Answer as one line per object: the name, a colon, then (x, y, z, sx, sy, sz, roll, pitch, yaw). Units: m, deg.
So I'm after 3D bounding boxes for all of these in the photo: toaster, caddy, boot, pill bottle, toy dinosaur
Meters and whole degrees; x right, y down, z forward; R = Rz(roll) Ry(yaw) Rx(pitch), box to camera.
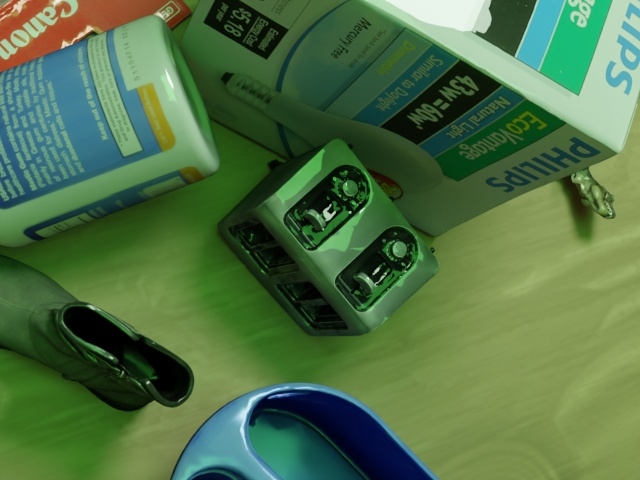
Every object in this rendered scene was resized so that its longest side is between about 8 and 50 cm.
toaster: (0.000, 0.000, 0.938, 0.110, 0.186, 0.168, -43, 102, -22)
caddy: (0.003, 0.290, 0.859, 0.341, 0.179, 0.241, 45, 65, -5)
boot: (-0.228, 0.070, 0.831, 0.246, 0.161, 0.083, 32, 68, -11)
pill bottle: (-0.240, -0.084, 0.834, 0.272, 0.152, 0.152, -20, 84, 2)
toy dinosaur: (0.276, -0.144, 1.136, 0.118, 0.064, 0.268, -6, 78, -30)

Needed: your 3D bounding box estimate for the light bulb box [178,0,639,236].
light bulb box: (0.076, -0.207, 0.909, 0.361, 0.358, 0.225, 27, 71, -11)

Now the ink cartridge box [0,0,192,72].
ink cartridge box: (-0.311, -0.255, 0.932, 0.261, 0.066, 0.296, 45, 66, -4)
